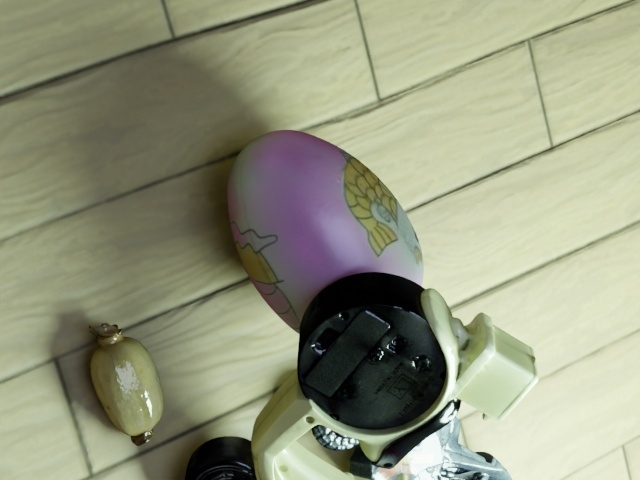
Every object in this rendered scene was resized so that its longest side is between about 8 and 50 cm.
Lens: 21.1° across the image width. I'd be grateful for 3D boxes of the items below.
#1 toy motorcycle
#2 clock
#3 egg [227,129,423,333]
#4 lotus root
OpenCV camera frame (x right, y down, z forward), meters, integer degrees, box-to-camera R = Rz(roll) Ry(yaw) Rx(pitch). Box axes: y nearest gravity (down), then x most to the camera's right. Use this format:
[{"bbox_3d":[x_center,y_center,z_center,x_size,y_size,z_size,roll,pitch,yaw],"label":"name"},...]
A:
[{"bbox_3d":[0.115,0.252,2.087,0.307,0.108,0.173,48,65,-26],"label":"toy motorcycle"},{"bbox_3d":[0.043,0.214,1.903,0.276,0.120,0.379,29,118,-13],"label":"clock"},{"bbox_3d":[0.000,0.000,1.941,0.271,0.196,0.196,41,71,-26],"label":"egg"},{"bbox_3d":[-0.212,0.155,1.884,0.073,0.062,0.150,-28,109,-30],"label":"lotus root"}]
